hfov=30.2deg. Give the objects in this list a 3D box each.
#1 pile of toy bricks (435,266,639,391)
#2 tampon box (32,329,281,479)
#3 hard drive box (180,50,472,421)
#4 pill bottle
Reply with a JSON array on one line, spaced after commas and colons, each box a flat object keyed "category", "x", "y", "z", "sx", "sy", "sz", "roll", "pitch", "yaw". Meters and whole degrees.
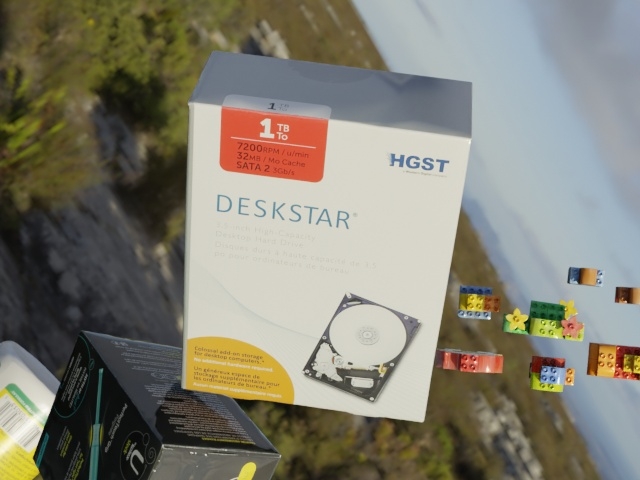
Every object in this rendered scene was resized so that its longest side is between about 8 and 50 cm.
[{"category": "pile of toy bricks", "x": 0.214, "y": 0.080, "z": 1.085, "sx": 0.105, "sy": 0.212, "sz": 0.118, "roll": 23, "pitch": 72, "yaw": -83}, {"category": "tampon box", "x": -0.125, "y": 0.161, "z": 0.873, "sx": 0.101, "sy": 0.120, "sz": 0.161, "roll": 13, "pitch": 18, "yaw": -37}, {"category": "hard drive box", "x": 0.000, "y": 0.000, "z": 0.821, "sx": 0.089, "sy": 0.181, "sz": 0.232, "roll": -78, "pitch": 173, "yaw": -58}, {"category": "pill bottle", "x": -0.334, "y": 0.205, "z": 1.122, "sx": 0.117, "sy": 0.208, "sz": 0.117, "roll": 45, "pitch": -7, "yaw": 7}]
